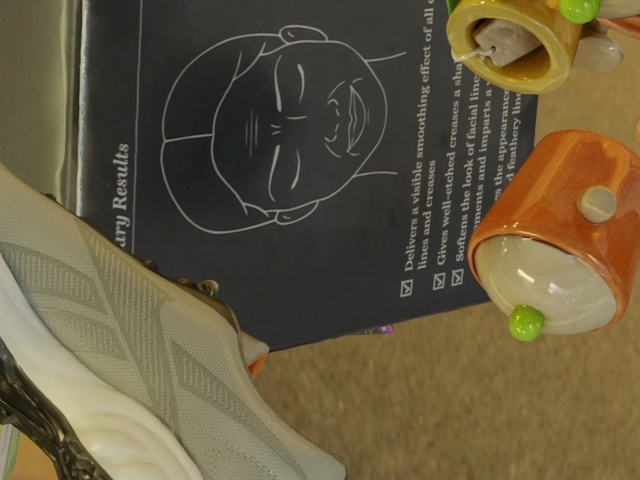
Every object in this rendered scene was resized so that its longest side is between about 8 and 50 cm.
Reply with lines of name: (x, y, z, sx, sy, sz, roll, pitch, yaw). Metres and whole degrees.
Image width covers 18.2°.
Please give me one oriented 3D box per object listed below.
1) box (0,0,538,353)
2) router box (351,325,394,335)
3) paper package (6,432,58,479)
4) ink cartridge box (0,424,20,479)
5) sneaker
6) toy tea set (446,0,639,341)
box: (-0.061, -0.097, 1.280, 0.395, 0.294, 0.212, -10, 20, -43)
router box: (0.000, 0.000, 1.865, 0.133, 0.046, 0.179, -3, 71, 8)
paper package: (-0.238, 0.147, 1.810, 0.324, 0.168, 0.310, 11, 51, -32)
ink cartridge box: (-0.221, 0.127, 0.994, 0.056, 0.171, 0.235, 25, 43, 7)
sneaker: (-0.095, 0.042, 0.872, 0.108, 0.100, 0.271, -32, 71, -23)
toy tea set: (0.147, -0.045, 1.034, 0.200, 0.336, 0.124, 9, 56, 31)
